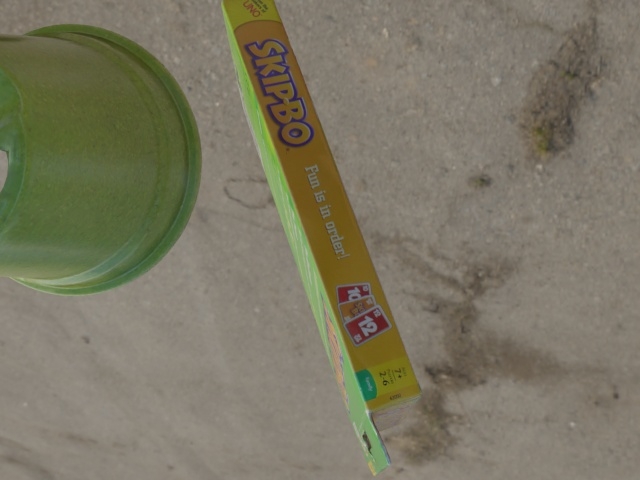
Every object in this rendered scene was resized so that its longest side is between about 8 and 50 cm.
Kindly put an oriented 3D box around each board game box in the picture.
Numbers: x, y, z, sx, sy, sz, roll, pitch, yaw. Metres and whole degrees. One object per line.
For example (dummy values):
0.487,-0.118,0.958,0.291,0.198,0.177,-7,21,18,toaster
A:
0.000,0.000,0.447,0.039,0.259,0.124,-15,162,-5,board game box

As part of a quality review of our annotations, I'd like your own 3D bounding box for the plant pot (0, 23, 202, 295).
-0.274,-0.073,0.683,0.276,0.276,0.254,11,-175,9,plant pot
